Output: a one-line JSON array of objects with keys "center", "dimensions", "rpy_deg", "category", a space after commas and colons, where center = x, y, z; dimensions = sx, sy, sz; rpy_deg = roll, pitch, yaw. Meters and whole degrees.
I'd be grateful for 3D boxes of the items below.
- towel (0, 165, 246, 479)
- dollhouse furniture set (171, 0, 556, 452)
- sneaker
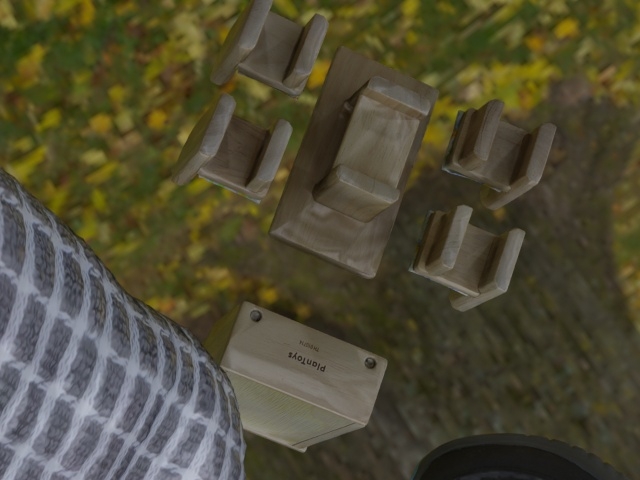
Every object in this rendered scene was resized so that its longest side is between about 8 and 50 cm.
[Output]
[{"center": [-0.143, 0.119, 0.474], "dimensions": [0.284, 0.121, 0.235], "rpy_deg": [-60, 158, -10], "category": "towel"}, {"center": [0.000, 0.000, 1.118], "dimensions": [0.161, 0.212, 0.242], "rpy_deg": [143, -32, -69], "category": "dollhouse furniture set"}, {"center": [0.217, 0.261, 1.304], "dimensions": [0.140, 0.340, 0.125], "rpy_deg": [-48, 159, -57], "category": "sneaker"}]
